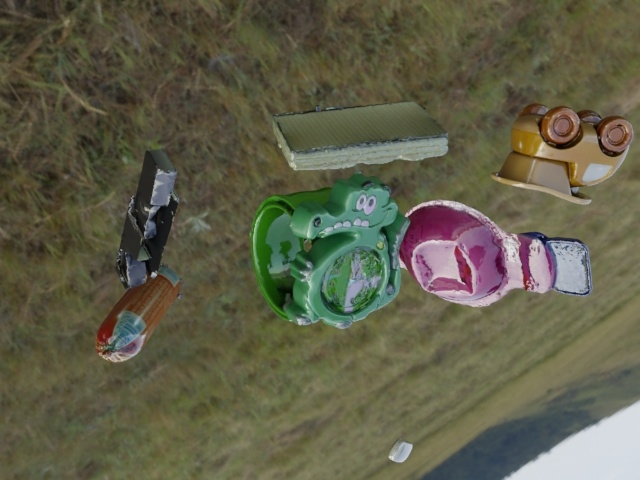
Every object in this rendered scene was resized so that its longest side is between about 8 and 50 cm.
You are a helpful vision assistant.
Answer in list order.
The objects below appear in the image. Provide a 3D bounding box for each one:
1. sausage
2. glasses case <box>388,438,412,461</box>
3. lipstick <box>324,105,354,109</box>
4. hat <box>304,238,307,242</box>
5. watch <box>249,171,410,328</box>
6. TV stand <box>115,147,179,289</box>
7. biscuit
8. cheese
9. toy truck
[{"bbox_3d":[-0.285,0.115,1.101,0.083,0.083,0.264,-41,-169,16],"label":"sausage"},{"bbox_3d":[0.118,0.309,1.048,0.032,0.021,0.083,-58,156,-5],"label":"glasses case"},{"bbox_3d":[0.038,-0.232,1.354,0.048,0.048,0.158,-41,180,18],"label":"lipstick"},{"bbox_3d":[-0.008,-0.047,1.184,0.121,0.050,0.121,-32,-166,9],"label":"hat"},{"bbox_3d":[0.000,0.000,0.726,0.131,0.152,0.165,-12,114,-30],"label":"watch"},{"bbox_3d":[-0.200,-0.019,0.824,0.042,0.036,0.249,-18,157,-31],"label":"TV stand"},{"bbox_3d":[0.046,-0.132,0.883,0.199,0.121,0.041,-7,125,-13],"label":"biscuit"},{"bbox_3d":[0.186,0.019,0.819,0.244,0.155,0.062,5,-141,35],"label":"cheese"},{"bbox_3d":[0.561,-0.208,1.660,0.204,0.287,0.212,-113,-147,-74],"label":"toy truck"}]
